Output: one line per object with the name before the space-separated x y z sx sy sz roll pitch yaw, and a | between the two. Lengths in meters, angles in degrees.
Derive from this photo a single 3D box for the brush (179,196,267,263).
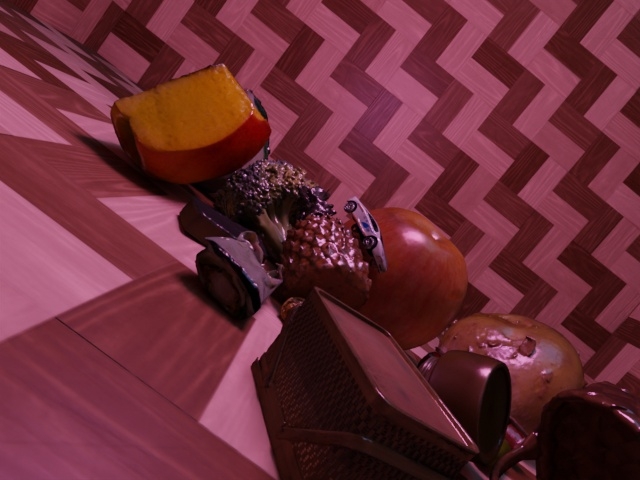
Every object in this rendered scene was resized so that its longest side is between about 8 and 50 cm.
brush | -0.209 -0.013 0.969 0.197 0.059 0.123 34 9 -31

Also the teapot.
teapot | 0.234 0.299 0.814 0.175 0.185 0.268 1 10 41

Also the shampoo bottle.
shampoo bottle | 0.390 0.423 1.150 0.314 0.076 0.118 43 0 39

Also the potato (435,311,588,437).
potato | 0.590 0.370 1.361 0.385 0.319 0.442 49 -4 -28

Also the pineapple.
pineapple | 0.000 0.000 1.012 0.202 0.202 0.362 34 35 -33

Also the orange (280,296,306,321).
orange | -0.031 0.144 0.842 0.086 0.062 0.086 41 5 -4

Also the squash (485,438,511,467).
squash | 0.370 0.448 0.939 0.066 0.066 0.201 43 2 39

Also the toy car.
toy car | 0.109 -0.014 1.008 0.095 0.056 0.205 65 0 -51

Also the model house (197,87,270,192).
model house | -0.329 -0.311 1.411 0.284 0.298 0.243 0 -6 9

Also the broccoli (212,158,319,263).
broccoli | -0.121 -0.096 1.211 0.302 0.249 0.375 37 0 12

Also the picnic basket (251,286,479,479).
picnic basket | 0.038 0.191 0.522 0.165 0.139 0.266 35 7 -26

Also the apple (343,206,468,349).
apple | 0.193 0.096 1.189 0.391 0.346 0.391 37 13 -10

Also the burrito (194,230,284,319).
burrito | -0.137 0.055 0.785 0.144 0.089 0.229 53 8 2

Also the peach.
peach | -0.291 -0.271 1.116 0.242 0.380 0.306 56 -24 1

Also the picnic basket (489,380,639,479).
picnic basket | 0.451 0.432 0.748 0.337 0.337 0.293 36 -3 -22
